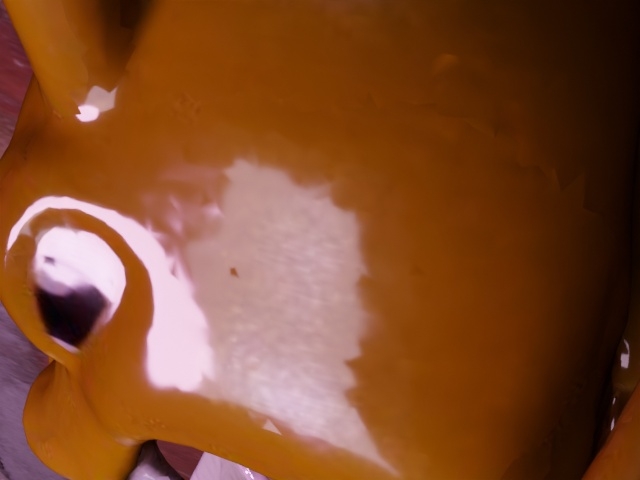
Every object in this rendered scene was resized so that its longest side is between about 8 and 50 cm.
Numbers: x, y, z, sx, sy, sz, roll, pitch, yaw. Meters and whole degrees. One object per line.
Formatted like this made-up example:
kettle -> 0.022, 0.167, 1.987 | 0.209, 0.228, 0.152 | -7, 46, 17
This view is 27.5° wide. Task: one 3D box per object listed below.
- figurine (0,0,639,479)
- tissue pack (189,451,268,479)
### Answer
figurine -> 0.096, -0.041, 0.411 | 0.387, 0.400, 0.268 | 9, -179, 2
tissue pack -> 0.042, 0.144, 0.810 | 0.124, 0.225, 0.185 | 61, 154, 16
